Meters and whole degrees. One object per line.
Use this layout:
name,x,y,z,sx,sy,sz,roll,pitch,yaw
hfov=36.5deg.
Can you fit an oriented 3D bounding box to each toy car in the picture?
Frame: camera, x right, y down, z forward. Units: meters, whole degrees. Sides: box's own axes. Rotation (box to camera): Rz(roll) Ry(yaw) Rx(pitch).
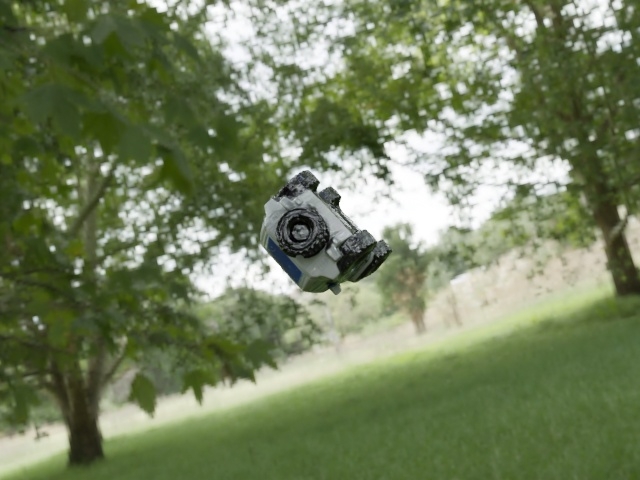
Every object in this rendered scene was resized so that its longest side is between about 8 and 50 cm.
toy car,0.000,0.000,0.766,0.070,0.080,0.171,-44,-10,6
